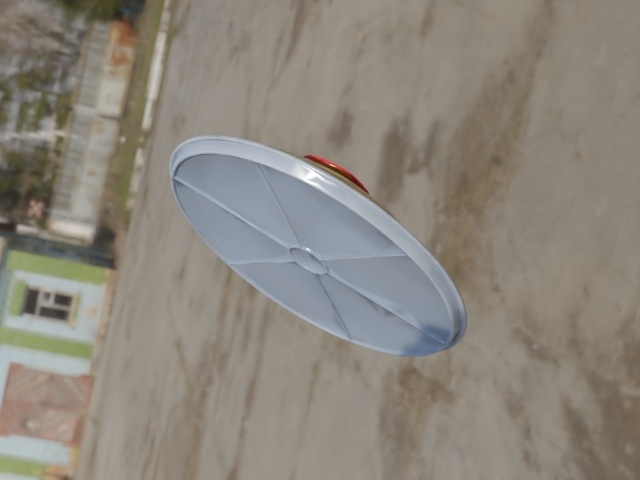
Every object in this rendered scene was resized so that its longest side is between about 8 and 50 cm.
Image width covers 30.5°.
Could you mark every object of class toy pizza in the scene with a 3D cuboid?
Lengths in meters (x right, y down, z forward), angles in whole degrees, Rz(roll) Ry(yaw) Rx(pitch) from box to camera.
[{"bbox_3d":[0.000,0.000,0.696,0.032,0.201,0.201,-57,4,-23],"label":"toy pizza"}]
